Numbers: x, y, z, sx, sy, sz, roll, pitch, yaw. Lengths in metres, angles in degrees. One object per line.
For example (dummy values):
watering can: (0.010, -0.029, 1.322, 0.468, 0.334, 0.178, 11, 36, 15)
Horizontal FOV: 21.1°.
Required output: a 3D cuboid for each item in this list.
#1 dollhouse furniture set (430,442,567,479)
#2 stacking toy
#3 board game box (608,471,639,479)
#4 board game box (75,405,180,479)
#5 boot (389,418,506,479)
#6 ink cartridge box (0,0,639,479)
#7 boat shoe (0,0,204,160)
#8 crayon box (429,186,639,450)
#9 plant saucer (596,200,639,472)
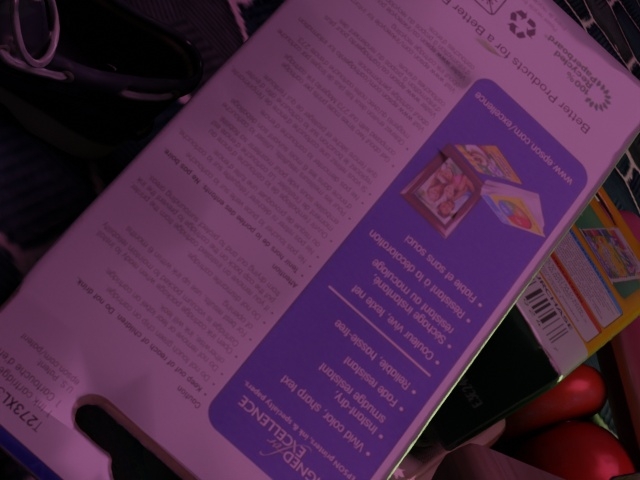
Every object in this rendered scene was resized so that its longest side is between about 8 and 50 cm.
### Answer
dollhouse furniture set: (0.148, 0.268, 0.548, 0.394, 0.256, 0.362, 25, 22, -26)
stacking toy: (0.132, 0.056, 1.201, 0.141, 0.141, 0.330, 14, 58, -63)
board game box: (0.201, 0.320, 0.980, 0.208, 0.056, 0.347, -10, 88, -64)
board game box: (-0.072, 0.100, 0.790, 0.090, 0.020, 0.090, 61, 21, 4)
boot: (0.025, 0.068, 0.985, 0.165, 0.077, 0.213, 58, 20, 1)
ink cartridge box: (0.000, 0.000, 0.797, 0.176, 0.069, 0.371, 42, 57, -4)
boat shoe: (-0.148, -0.109, 0.800, 0.254, 0.079, 0.095, 33, 34, -51)
crayon box: (0.096, -0.011, 1.033, 0.203, 0.083, 0.323, 58, 22, 6)
plant saucer: (0.267, 0.126, 1.306, 0.332, 0.084, 0.332, -14, 90, -85)
